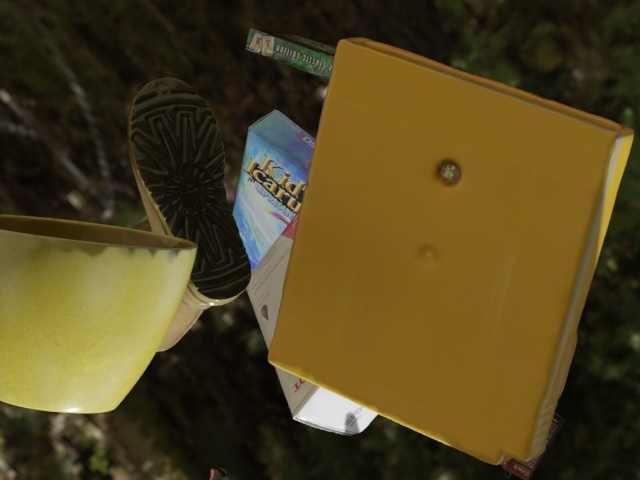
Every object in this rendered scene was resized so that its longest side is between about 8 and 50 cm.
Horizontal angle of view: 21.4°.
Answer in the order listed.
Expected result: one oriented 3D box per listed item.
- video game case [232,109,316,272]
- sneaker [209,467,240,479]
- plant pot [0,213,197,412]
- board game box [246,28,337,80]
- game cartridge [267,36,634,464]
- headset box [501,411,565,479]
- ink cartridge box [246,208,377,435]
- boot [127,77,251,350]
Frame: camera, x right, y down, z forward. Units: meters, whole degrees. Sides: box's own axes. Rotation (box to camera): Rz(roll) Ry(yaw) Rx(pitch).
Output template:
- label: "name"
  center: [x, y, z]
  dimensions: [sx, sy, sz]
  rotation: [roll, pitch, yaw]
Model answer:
- label: "video game case"
  center: [0.000, 0.000, 2.210]
  dimensions: [0.061, 0.269, 0.244]
  rotation: [-35, 154, -36]
- label: "sneaker"
  center: [-0.087, 0.176, 1.004]
  dimensions: [0.119, 0.057, 0.047]
  rotation: [-30, 143, -29]
- label: "plant pot"
  center: [-0.140, 0.041, 0.920]
  dimensions: [0.134, 0.134, 0.095]
  rotation: [-157, -105, -74]
- label: "board game box"
  center: [0.053, -0.180, 1.849]
  dimensions: [0.260, 0.136, 0.030]
  rotation: [25, -78, 39]
- label: "game cartridge"
  center: [0.107, 0.011, 1.514]
  dimensions: [0.053, 0.285, 0.323]
  rotation: [-17, 124, -56]
- label: "headset box"
  center: [0.210, 0.206, 1.742]
  dimensions: [0.083, 0.032, 0.062]
  rotation: [-60, -169, 2]
- label: "ink cartridge box"
  center: [0.018, 0.074, 1.797]
  dimensions: [0.158, 0.092, 0.218]
  rotation: [-52, -140, 25]
- label: "boot"
  center: [-0.169, -0.016, 1.707]
  dimensions: [0.089, 0.236, 0.269]
  rotation: [-11, 173, -23]
